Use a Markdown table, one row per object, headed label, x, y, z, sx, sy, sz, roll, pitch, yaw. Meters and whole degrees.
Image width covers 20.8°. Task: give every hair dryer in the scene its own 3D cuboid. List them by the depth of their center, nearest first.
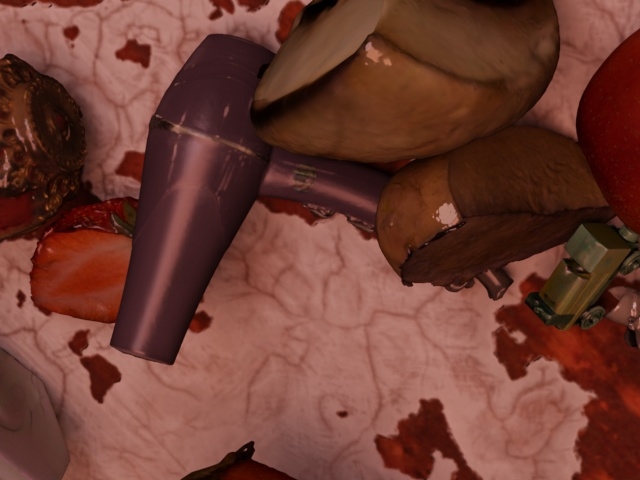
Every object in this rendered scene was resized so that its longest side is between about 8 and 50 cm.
| label | x | y | z | sx | sy | sz | roll | pitch | yaw |
| --- | --- | --- | --- | --- | --- | --- | --- | --- | --- |
| hair dryer | 0.000 | 0.000 | 1.588 | 0.361 | 0.121 | 0.301 | 17 | 86 | -2 |

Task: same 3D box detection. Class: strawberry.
| label | x | y | z | sx | sy | sz | roll | pitch | yaw |
| --- | --- | --- | --- | --- | --- | --- | --- | --- | --- |
| strawberry | -0.204 | 0.022 | 1.693 | 0.187 | 0.082 | 0.146 | -24 | 117 | 30 |

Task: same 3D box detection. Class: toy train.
| label | x | y | z | sx | sy | sz | roll | pitch | yaw |
| --- | --- | --- | --- | --- | --- | --- | --- | --- | --- |
| toy train | 0.237 | 0.034 | 1.552 | 0.050 | 0.081 | 0.122 | 48 | 118 | 28 |

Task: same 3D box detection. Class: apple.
| label | x | y | z | sx | sy | sz | roll | pitch | yaw |
| --- | --- | --- | --- | --- | --- | --- | --- | --- | --- |
| apple | 0.301 | -0.094 | 1.443 | 0.168 | 0.181 | 0.181 | -28 | 97 | 24 |

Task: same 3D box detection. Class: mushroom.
| label | x | y | z | sx | sy | sz | roll | pitch | yaw |
| --- | --- | --- | --- | --- | --- | --- | --- | --- | --- |
| mushroom | 0.068 | -0.161 | 1.484 | 0.212 | 0.292 | 0.217 | 23 | 137 | -22 |

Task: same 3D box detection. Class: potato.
| label | x | y | z | sx | sy | sz | roll | pitch | yaw |
| --- | --- | --- | --- | --- | --- | --- | --- | --- | --- |
| potato | 0.136 | -0.029 | 1.525 | 0.138 | 0.243 | 0.098 | -40 | 65 | 40 |

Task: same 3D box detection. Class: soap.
| label | x | y | z | sx | sy | sz | roll | pitch | yaw |
| --- | --- | --- | --- | --- | --- | --- | --- | --- | --- |
| soap | -0.381 | 0.152 | 1.721 | 0.289 | 0.173 | 0.095 | 40 | 113 | -12 |

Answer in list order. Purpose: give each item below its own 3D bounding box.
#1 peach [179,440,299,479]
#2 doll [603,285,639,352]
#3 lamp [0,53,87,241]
| label | x | y | z | sx | sy | sz | roll | pitch | yaw |
| --- | --- | --- | --- | --- | --- | --- | --- | --- | --- |
| peach | -0.046 | 0.399 | 1.613 | 0.353 | 0.339 | 0.416 | -21 | 111 | 40 |
| doll | 0.350 | 0.074 | 1.519 | 0.192 | 0.095 | 0.149 | -28 | 119 | 32 |
| lamp | -0.359 | -0.070 | 1.662 | 0.274 | 0.177 | 0.177 | -17 | 101 | 21 |
